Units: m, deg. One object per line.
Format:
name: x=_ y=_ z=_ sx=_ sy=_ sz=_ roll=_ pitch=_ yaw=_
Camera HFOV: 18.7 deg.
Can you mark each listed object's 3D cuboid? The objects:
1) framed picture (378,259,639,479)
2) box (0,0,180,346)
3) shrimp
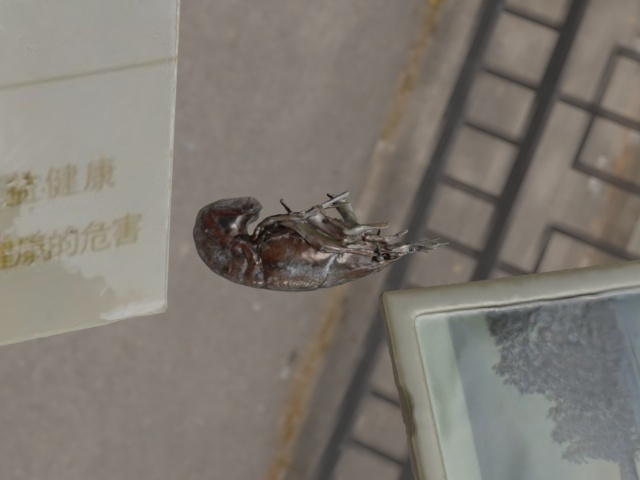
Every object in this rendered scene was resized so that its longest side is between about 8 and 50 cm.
framed picture: x=0.157 y=0.151 z=0.982 sx=0.016 sy=0.213 sz=0.289 roll=122 pitch=-40 yaw=-68
box: x=-0.155 y=-0.114 z=0.788 sx=0.204 sy=0.051 sz=0.365 roll=-11 pitch=125 yaw=-25
shrimp: x=0.000 y=0.000 z=1.263 sx=0.056 sy=0.165 sz=0.065 roll=105 pitch=-19 yaw=-74
